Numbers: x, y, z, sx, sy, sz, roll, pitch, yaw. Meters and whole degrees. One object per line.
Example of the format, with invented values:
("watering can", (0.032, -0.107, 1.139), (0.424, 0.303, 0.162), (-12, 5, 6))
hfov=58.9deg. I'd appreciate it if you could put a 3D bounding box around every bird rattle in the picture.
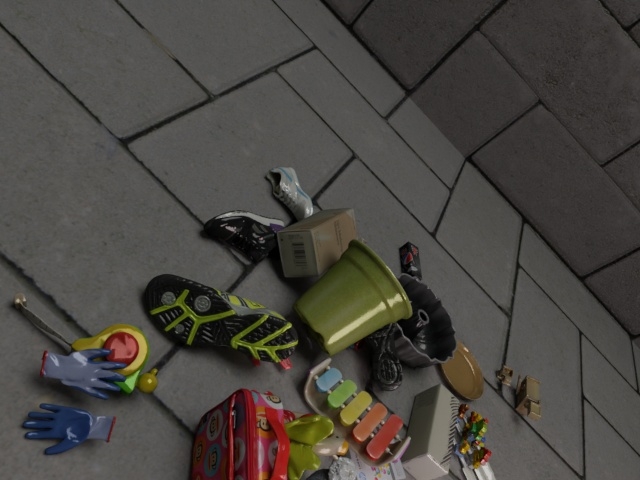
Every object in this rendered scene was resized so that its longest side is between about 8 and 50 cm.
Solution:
("bird rattle", (-0.055, 0.434, 1.276), (0.207, 0.253, 0.143), (20, 81, -33))

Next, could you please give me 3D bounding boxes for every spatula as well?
("spatula", (0.480, 0.682, 1.819), (0.168, 0.019, 0.242), (8, 49, -43))

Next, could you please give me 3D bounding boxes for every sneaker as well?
("sneaker", (-0.103, -0.149, 1.895), (0.092, 0.087, 0.229), (-5, 55, -42))
("sneaker", (-0.248, 0.193, 1.395), (0.384, 0.145, 0.147), (26, -1, -14))
("sneaker", (0.181, 0.317, 1.724), (0.109, 0.130, 0.286), (-2, 69, 0))
("sneaker", (-0.199, -0.005, 1.634), (0.283, 0.107, 0.124), (6, 60, -45))

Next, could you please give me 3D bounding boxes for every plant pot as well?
("plant pot", (0.072, 0.180, 1.586), (0.254, 0.276, 0.276), (-36, 86, -12))
("plant pot", (0.494, 0.459, 2.024), (0.236, 0.032, 0.236), (30, 40, -28))

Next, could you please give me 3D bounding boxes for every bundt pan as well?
("bundt pan", (0.301, 0.280, 1.897), (0.331, 0.124, 0.331), (29, 40, -28))

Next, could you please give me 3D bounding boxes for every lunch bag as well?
("lunch bag", (-0.151, 0.454, 1.122), (0.120, 0.258, 0.293), (24, 42, -33))

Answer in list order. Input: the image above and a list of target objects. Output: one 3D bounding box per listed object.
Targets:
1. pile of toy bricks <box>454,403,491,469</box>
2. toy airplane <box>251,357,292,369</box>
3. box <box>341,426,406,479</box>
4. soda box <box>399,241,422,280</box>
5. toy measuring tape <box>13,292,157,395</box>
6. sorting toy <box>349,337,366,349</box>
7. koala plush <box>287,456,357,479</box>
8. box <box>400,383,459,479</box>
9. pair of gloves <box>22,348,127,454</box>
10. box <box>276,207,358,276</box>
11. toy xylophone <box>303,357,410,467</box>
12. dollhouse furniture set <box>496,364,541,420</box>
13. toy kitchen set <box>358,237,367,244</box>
("pile of toy bricks", (0.493, 0.602, 1.803), (0.118, 0.105, 0.212), (41, 33, -9))
("toy airplane", (-0.139, 0.286, 1.491), (0.151, 0.028, 0.151), (27, 36, -22))
("box", (0.135, 0.577, 1.516), (0.186, 0.038, 0.145), (12, 49, -40))
("soda box", (0.347, 0.088, 2.187), (0.060, 0.053, 0.169), (30, 39, -27))
("toy measuring tape", (-0.458, 0.191, 1.160), (0.330, 0.121, 0.121), (39, 36, -2))
("sorting toy", (0.100, 0.295, 1.721), (0.042, 0.061, 0.102), (39, -18, 42))
("koala plush", (-0.013, 0.574, 1.232), (0.203, 0.196, 0.221), (40, 34, 22))
("box", (0.327, 0.564, 1.676), (0.094, 0.113, 0.275), (44, 37, -10))
("pair of gloves", (-0.455, 0.298, 1.059), (0.159, 0.023, 0.198), (12, 76, -15))
("box", (0.000, 0.000, 1.763), (0.311, 0.121, 0.148), (-33, 116, -59))
("toy xylophone", (0.075, 0.462, 1.459), (0.322, 0.081, 0.236), (39, 25, 8))
("dollhouse furniture set", (0.734, 0.593, 2.143), (0.161, 0.101, 0.182), (24, 36, 6))
("toy kitchen set", (0.099, 0.071, 1.909), (0.207, 0.122, 0.166), (25, 37, -62))
